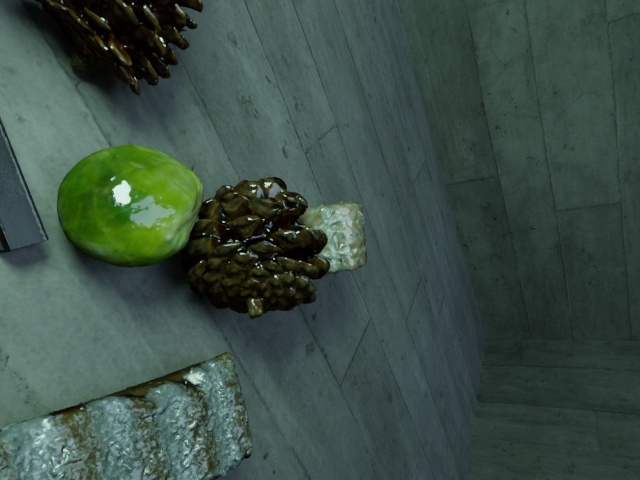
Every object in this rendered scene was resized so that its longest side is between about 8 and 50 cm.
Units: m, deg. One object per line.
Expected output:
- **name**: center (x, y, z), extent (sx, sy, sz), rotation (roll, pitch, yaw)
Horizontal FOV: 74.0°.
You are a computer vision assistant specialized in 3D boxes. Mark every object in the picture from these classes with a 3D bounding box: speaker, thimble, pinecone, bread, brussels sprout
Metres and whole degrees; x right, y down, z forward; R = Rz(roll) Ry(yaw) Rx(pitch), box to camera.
- **speaker**: center (-0.373, -0.082, 0.478), extent (0.046, 0.040, 0.191), rotation (-31, 111, -54)
- **thimble**: center (0.003, -0.001, 0.907), extent (0.196, 0.229, 0.148), rotation (-11, 93, -32)
- **pinecone**: center (-0.115, 0.011, 0.719), extent (0.243, 0.243, 0.257), rotation (48, 2, -43)
- **bread**: center (-0.255, 0.265, 0.511), extent (0.417, 0.113, 0.165), rotation (-1, 70, -58)
- **pinecone**: center (-0.263, -0.323, 0.587), extent (0.212, 0.169, 0.185), rotation (-68, 155, -19)
- **brussels sprout**: center (-0.250, -0.051, 0.571), extent (0.180, 0.162, 0.143), rotation (-66, 169, -55)
